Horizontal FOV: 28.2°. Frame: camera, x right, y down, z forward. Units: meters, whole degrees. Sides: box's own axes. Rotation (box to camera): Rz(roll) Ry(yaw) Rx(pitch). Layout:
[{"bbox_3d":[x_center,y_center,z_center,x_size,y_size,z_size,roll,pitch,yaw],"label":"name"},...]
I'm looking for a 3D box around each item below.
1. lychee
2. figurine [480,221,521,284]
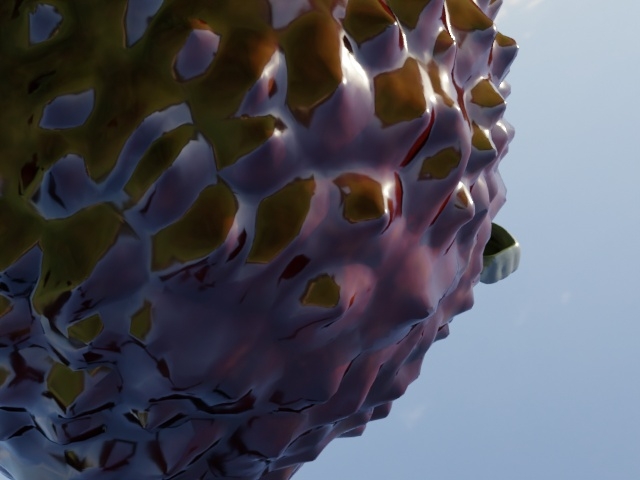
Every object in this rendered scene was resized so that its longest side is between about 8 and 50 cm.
[{"bbox_3d":[-0.118,-0.039,0.710,0.500,0.424,0.424,-47,-165,-15],"label":"lychee"},{"bbox_3d":[-0.001,-0.001,1.185,0.342,0.167,0.285,-21,-138,14],"label":"figurine"}]
